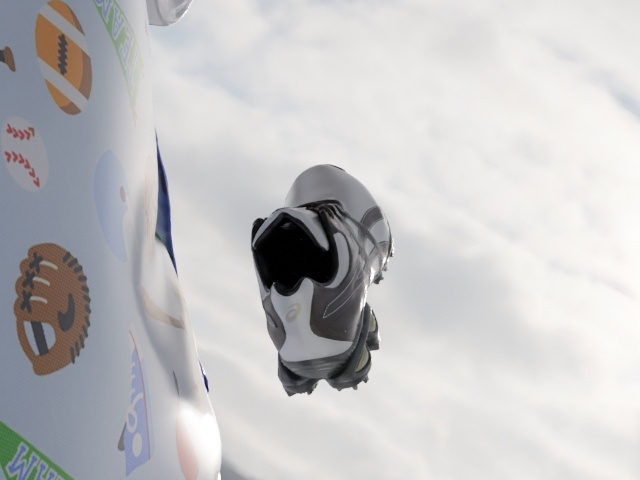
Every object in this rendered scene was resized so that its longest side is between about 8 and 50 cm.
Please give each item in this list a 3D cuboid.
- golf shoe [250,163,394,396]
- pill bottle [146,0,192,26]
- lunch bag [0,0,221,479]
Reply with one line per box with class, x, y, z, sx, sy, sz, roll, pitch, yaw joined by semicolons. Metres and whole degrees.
golf shoe;0.000;0.000;0.984;0.077;0.198;0.094;-15;-52;9
pill bottle;-0.192;-0.236;1.327;0.169;0.094;0.094;13;-19;17
lunch bag;-0.179;0.019;0.711;0.239;0.327;0.385;-4;15;23
